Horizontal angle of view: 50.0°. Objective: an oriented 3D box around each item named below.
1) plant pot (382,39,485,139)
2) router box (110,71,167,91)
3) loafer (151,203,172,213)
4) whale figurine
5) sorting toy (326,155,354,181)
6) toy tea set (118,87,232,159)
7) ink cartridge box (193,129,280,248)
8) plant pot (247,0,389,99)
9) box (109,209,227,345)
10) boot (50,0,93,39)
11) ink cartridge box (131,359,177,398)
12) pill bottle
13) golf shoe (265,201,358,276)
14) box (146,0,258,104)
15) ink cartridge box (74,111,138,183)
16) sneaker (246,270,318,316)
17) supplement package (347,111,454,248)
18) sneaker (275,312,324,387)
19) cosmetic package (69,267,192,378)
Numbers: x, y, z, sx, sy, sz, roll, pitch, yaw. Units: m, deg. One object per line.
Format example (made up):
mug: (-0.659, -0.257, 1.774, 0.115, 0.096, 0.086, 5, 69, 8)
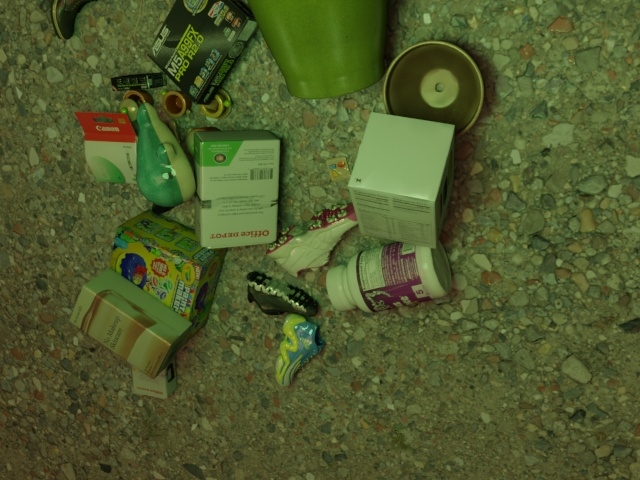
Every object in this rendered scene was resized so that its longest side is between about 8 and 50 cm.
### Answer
plant pot: (0.273, -0.354, 1.625, 0.237, 0.110, 0.237, 6, 110, 18)
router box: (-0.499, -0.436, 1.888, 0.122, 0.092, 0.038, 1, 109, 20)
loafer: (-0.443, -0.141, 2.006, 0.170, 0.062, 0.061, -41, 53, 34)
whale figurine: (-0.428, -0.214, 1.778, 0.141, 0.216, 0.272, -25, 97, -15)
sorting toy: (0.059, -0.192, 1.818, 0.083, 0.012, 0.062, -10, 105, 23)
toy tea set: (-0.404, -0.320, 1.877, 0.336, 0.124, 0.200, 6, 111, 18)
ink cartridge box: (-0.227, -0.139, 1.828, 0.211, 0.121, 0.289, -4, 113, -21)
plant pot: (0.006, -0.524, 1.556, 0.366, 0.366, 0.353, -1, 121, 21)
box: (-0.461, 0.109, 2.030, 0.279, 0.177, 0.290, 23, 116, 10)
boot: (-0.660, -0.646, 1.884, 0.137, 0.077, 0.198, 12, 114, 10)
ink cartridge box: (-0.541, 0.411, 2.229, 0.127, 0.072, 0.175, 8, 112, 17)
pill bottle: (0.174, 0.097, 1.795, 0.301, 0.169, 0.169, -16, 103, 25)
golf shoe: (0.000, 0.000, 1.871, 0.306, 0.115, 0.140, -25, 113, 30)
box: (-0.306, -0.521, 1.769, 0.216, 0.060, 0.270, 46, 116, 15)
ink cartridge box: (-0.596, -0.260, 1.961, 0.181, 0.056, 0.225, 5, 140, 19)
sneaker: (-0.115, 0.179, 1.988, 0.234, 0.078, 0.106, 23, 118, 15)
supplement package: (0.199, -0.135, 1.613, 0.198, 0.263, 0.199, 12, 70, 15)
sneaker: (-0.058, 0.336, 2.014, 0.126, 0.091, 0.240, 12, 112, 15)
cosmetic package: (-0.533, 0.232, 1.930, 0.296, 0.129, 0.153, 32, 119, 6)
